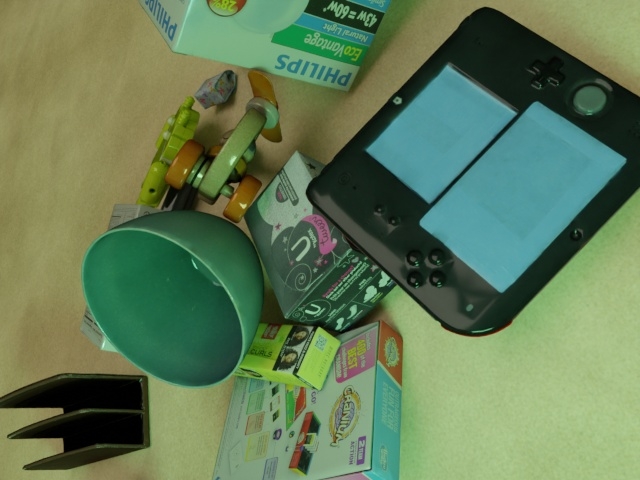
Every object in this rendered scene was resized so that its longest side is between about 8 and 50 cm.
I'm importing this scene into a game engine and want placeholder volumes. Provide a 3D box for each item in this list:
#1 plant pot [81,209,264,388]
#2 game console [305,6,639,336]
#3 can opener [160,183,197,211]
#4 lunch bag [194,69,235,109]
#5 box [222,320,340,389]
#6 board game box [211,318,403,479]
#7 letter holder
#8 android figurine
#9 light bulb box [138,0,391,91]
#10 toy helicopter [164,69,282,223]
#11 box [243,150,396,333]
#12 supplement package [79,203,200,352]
[{"bbox_3d":[-0.207,0.066,1.026,0.291,0.195,0.290,12,122,19],"label":"plant pot"},{"bbox_3d":[0.215,-0.099,0.845,0.386,0.060,0.342,-46,70,0],"label":"game console"},{"bbox_3d":[-0.308,-0.050,1.373,0.093,0.074,0.280,18,90,7],"label":"can opener"},{"bbox_3d":[-0.228,-0.338,1.392,0.071,0.053,0.083,-11,44,37],"label":"lunch bag"},{"bbox_3d":[-0.078,0.182,1.024,0.232,0.058,0.087,-4,53,49],"label":"box"},{"bbox_3d":[-0.023,0.280,0.972,0.317,0.064,0.242,-24,39,32],"label":"board game box"},{"bbox_3d":[-0.542,0.387,1.325,0.302,0.214,0.151,-24,62,32],"label":"letter holder"},{"bbox_3d":[-0.334,-0.187,1.369,0.272,0.056,0.248,-54,23,34],"label":"android figurine"},{"bbox_3d":[-0.065,-0.481,1.041,0.225,0.358,0.360,56,131,40],"label":"light bulb box"},{"bbox_3d":[-0.149,-0.170,1.142,0.234,0.140,0.355,-59,8,1],"label":"toy helicopter"},{"bbox_3d":[0.000,0.000,1.020,0.163,0.142,0.247,-48,46,23],"label":"box"},{"bbox_3d":[-0.315,0.081,1.212,0.198,0.199,0.262,6,80,58],"label":"supplement package"}]
